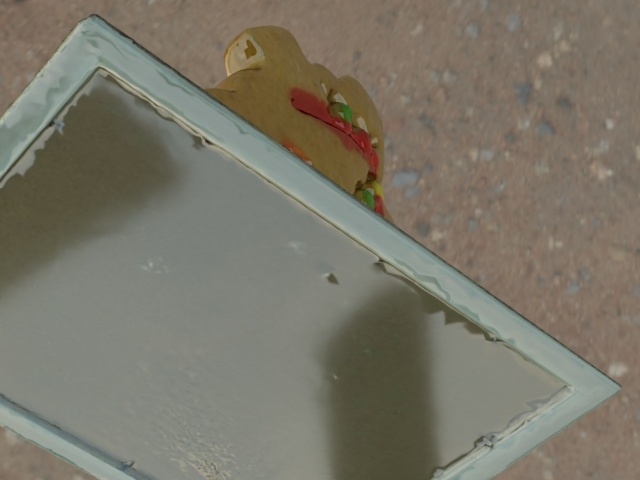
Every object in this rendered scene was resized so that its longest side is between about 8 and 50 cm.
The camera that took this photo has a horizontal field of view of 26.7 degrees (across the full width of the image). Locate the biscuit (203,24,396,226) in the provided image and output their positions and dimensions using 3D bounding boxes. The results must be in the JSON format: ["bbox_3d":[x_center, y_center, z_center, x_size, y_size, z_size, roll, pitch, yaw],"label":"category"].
[{"bbox_3d":[0.000,0.000,0.732,0.041,0.212,0.239,-14,92,26],"label":"biscuit"}]

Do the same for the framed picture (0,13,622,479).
[{"bbox_3d":[-0.046,0.049,0.625,0.296,0.019,0.232,35,125,-22],"label":"framed picture"}]
